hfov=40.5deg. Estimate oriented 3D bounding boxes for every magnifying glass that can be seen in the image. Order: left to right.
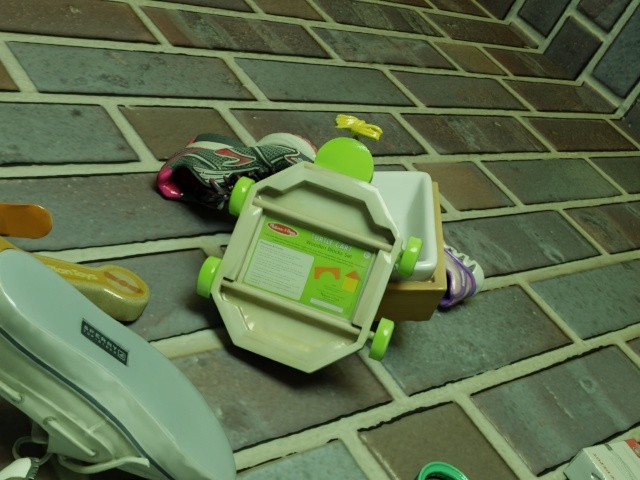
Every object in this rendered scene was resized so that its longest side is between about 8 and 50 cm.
[{"bbox_3d":[0.155,0.365,1.066,0.092,0.026,0.231,26,33,-7],"label":"magnifying glass"}]

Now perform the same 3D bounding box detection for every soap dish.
[{"bbox_3d":[0.073,0.008,1.339,0.228,0.118,0.291,-1,35,5],"label":"soap dish"}]

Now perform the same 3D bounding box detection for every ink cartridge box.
[{"bbox_3d":[0.441,0.354,1.280,0.135,0.056,0.099,2,41,-37],"label":"ink cartridge box"}]

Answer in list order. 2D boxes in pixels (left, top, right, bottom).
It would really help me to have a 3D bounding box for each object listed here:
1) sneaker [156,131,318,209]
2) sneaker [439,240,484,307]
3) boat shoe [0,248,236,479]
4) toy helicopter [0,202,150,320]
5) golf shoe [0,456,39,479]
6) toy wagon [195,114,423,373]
[{"bbox_3d":[-0.115,-0.090,1.321,0.299,0.121,0.112,4,32,35],"label":"sneaker"},{"bbox_3d":[0.164,0.029,1.481,0.236,0.095,0.104,38,41,11],"label":"sneaker"},{"bbox_3d":[-0.252,0.177,0.906,0.367,0.156,0.136,47,16,-32],"label":"boat shoe"},{"bbox_3d":[-0.371,0.031,1.044,0.355,0.140,0.235,16,24,-41],"label":"toy helicopter"},{"bbox_3d":[-0.330,0.254,0.781,0.093,0.077,0.198,30,31,0],"label":"golf shoe"},{"bbox_3d":[0.000,0.000,1.176,0.267,0.345,0.068,20,-9,7],"label":"toy wagon"}]
